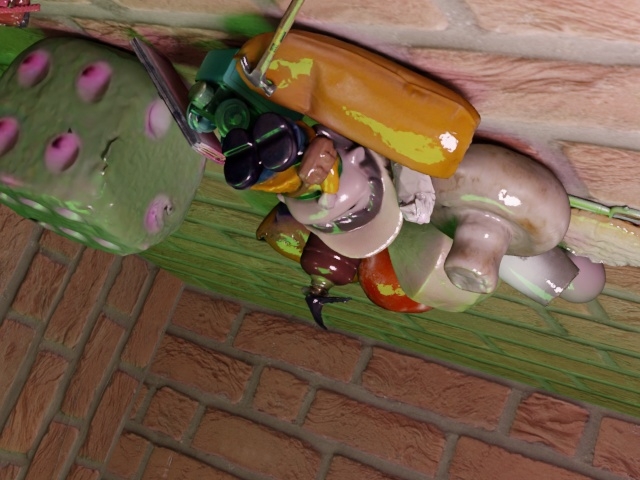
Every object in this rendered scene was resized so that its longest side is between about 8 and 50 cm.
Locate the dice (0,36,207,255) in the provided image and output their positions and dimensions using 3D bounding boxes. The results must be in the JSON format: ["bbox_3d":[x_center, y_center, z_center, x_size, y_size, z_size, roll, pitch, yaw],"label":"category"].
[{"bbox_3d":[-0.424,-0.171,1.795,0.323,0.330,0.318,15,167,24],"label":"dice"}]

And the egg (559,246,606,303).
[{"bbox_3d":[0.475,0.062,1.768,0.103,0.103,0.135,11,161,40],"label":"egg"}]

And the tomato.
[{"bbox_3d":[0.185,0.068,2.085,0.232,0.188,0.232,20,169,4],"label":"tomato"}]

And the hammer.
[{"bbox_3d":[-0.056,-0.273,1.261,0.062,0.017,0.182,36,133,2],"label":"hammer"}]

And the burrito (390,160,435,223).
[{"bbox_3d":[0.133,-0.120,1.449,0.064,0.203,0.064,-11,164,-3],"label":"burrito"}]

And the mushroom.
[{"bbox_3d":[0.257,-0.026,1.487,0.244,0.243,0.243,21,167,5],"label":"mushroom"}]

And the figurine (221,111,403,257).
[{"bbox_3d":[-0.012,-0.113,1.452,0.185,0.204,0.332,-22,143,25],"label":"figurine"}]

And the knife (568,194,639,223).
[{"bbox_3d":[0.433,-0.059,1.535,0.212,0.015,0.054,18,166,17],"label":"knife"}]

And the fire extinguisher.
[{"bbox_3d":[0.046,-0.010,1.634,0.102,0.343,0.138,31,164,-37],"label":"fire extinguisher"}]

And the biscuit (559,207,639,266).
[{"bbox_3d":[0.478,-0.003,1.639,0.266,0.040,0.188,17,164,21],"label":"biscuit"}]

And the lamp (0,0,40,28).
[{"bbox_3d":[-0.567,-0.373,1.455,0.118,0.118,0.253,12,-160,39],"label":"lamp"}]

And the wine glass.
[{"bbox_3d":[0.343,0.020,1.644,0.204,0.111,0.111,42,172,14],"label":"wine glass"}]

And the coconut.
[{"bbox_3d":[0.228,0.024,1.792,0.236,0.235,0.204,25,154,-12],"label":"coconut"}]

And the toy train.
[{"bbox_3d":[-0.116,-0.213,1.504,0.198,0.154,0.107,34,166,-39],"label":"toy train"}]

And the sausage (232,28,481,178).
[{"bbox_3d":[0.047,-0.206,1.335,0.354,0.116,0.134,27,149,6],"label":"sausage"}]

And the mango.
[{"bbox_3d":[0.000,0.000,2.185,0.287,0.152,0.201,31,179,-35],"label":"mango"}]

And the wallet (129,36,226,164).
[{"bbox_3d":[-0.233,-0.231,1.585,0.232,0.025,0.119,58,-167,21],"label":"wallet"}]
